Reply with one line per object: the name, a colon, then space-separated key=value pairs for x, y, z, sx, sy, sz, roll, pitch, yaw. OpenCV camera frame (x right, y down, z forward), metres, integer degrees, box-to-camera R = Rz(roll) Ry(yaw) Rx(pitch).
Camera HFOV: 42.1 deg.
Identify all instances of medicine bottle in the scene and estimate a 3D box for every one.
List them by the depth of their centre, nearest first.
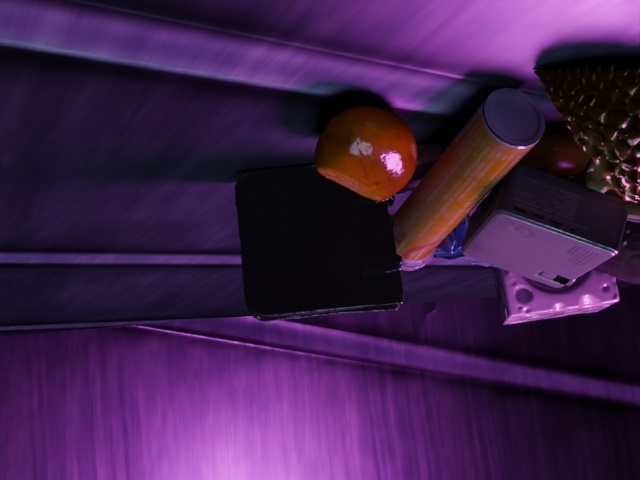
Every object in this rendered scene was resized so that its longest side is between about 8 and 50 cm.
medicine bottle: x=0.200 y=-0.077 z=1.276 sx=0.108 sy=0.108 sz=0.426 roll=-4 pitch=159 yaw=-17
medicine bottle: x=0.392 y=-0.138 z=1.328 sx=0.309 sy=0.076 sz=0.111 roll=-7 pitch=173 yaw=2

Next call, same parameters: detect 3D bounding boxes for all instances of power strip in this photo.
power strip: x=0.154 y=-0.116 z=1.383 sx=0.082 sy=0.035 sz=0.192 roll=-9 pitch=168 yaw=0

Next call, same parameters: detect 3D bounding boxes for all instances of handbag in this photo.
handbag: x=-0.001 y=-0.001 z=1.320 sx=0.260 sy=0.247 sz=0.079 roll=-6 pitch=162 yaw=-3

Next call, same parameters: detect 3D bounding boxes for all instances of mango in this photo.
mango: x=0.060 y=-0.126 z=1.134 sx=0.141 sy=0.102 sz=0.217 roll=14 pitch=171 yaw=16

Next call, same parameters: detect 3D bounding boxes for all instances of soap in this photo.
soap: x=0.286 y=-0.033 z=1.570 sx=0.077 sy=0.156 sz=0.293 roll=-13 pitch=168 yaw=32

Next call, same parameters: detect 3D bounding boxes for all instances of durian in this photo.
durian: x=0.399 y=-0.146 z=1.147 sx=0.167 sy=0.172 sz=0.306 roll=13 pitch=-172 yaw=28

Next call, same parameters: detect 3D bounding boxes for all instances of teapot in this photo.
teapot: x=0.506 y=-0.036 z=1.453 sx=0.239 sy=0.239 sz=0.321 roll=11 pitch=-153 yaw=14

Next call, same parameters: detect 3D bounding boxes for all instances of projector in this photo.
projector: x=0.346 y=-0.019 z=1.307 sx=0.192 sy=0.099 sz=0.256 roll=21 pitch=165 yaw=3

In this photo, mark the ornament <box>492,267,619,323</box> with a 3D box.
ornament: x=0.528 y=0.055 z=1.934 sx=0.240 sy=0.239 sz=0.240 roll=-9 pitch=169 yaw=7
